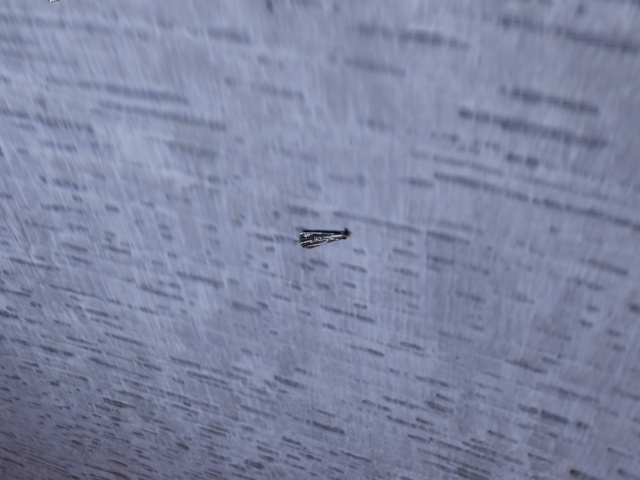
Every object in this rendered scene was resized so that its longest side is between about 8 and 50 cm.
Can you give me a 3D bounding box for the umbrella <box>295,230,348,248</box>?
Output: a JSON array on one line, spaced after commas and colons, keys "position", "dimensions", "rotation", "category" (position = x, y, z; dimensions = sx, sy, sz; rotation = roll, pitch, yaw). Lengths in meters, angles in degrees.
[{"position": [0.001, -0.002, 0.968], "dimensions": [0.083, 0.020, 0.031], "rotation": [-12, 128, 30], "category": "umbrella"}]
